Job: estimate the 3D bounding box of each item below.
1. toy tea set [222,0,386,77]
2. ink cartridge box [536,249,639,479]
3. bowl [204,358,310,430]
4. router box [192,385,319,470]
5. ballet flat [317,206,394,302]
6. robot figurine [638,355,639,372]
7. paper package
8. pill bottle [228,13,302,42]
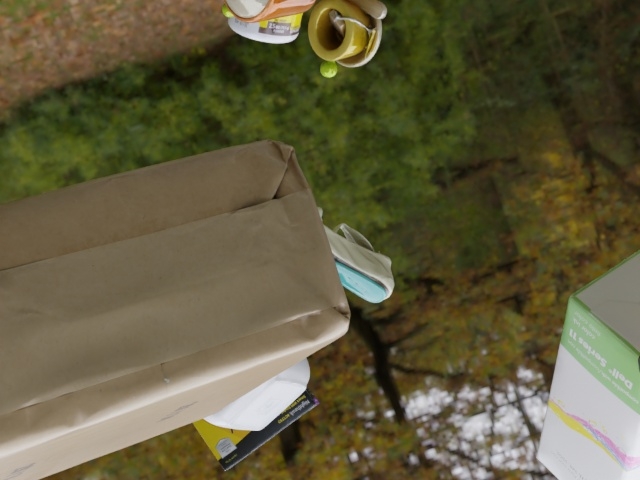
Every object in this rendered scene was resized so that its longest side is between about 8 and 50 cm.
[{"bbox_3d":[-0.008,-0.353,1.115,0.124,0.336,0.200,-12,-143,-45],"label":"toy tea set"},{"bbox_3d":[0.346,0.159,1.092,0.207,0.353,0.119,-29,-129,-23],"label":"ink cartridge box"},{"bbox_3d":[-0.081,0.195,1.347,0.142,0.053,0.142,-42,153,9],"label":"bowl"},{"bbox_3d":[-0.111,0.253,1.632,0.179,0.133,0.046,-37,172,5],"label":"router box"},{"bbox_3d":[0.000,0.000,1.439,0.086,0.248,0.086,-47,-157,28],"label":"ballet flat"},{"bbox_3d":[0.373,0.109,0.739,0.211,0.291,0.085,-53,168,3],"label":"robot figurine"},{"bbox_3d":[-0.186,0.078,0.841,0.309,0.168,0.325,-17,169,-28],"label":"paper package"},{"bbox_3d":[-0.072,-0.427,1.629,0.117,0.215,0.117,10,-153,-5],"label":"pill bottle"}]
